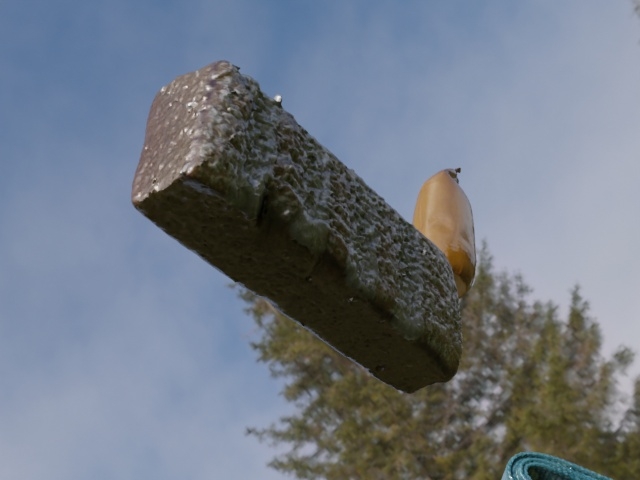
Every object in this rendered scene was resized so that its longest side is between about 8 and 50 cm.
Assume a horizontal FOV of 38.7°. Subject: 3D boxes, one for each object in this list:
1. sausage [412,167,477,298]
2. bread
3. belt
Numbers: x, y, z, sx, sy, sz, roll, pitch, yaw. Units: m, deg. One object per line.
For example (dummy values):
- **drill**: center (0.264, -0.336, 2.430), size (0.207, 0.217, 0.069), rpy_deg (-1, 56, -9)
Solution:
- **sausage**: center (0.211, -0.029, 1.554), size (0.112, 0.328, 0.112), rpy_deg (5, -50, 6)
- **bread**: center (0.000, 0.000, 0.927), size (0.113, 0.165, 0.416), rpy_deg (-26, -47, 31)
- **belt**: center (0.238, 0.245, 0.772), size (0.100, 0.179, 0.065), rpy_deg (-66, -16, -49)
